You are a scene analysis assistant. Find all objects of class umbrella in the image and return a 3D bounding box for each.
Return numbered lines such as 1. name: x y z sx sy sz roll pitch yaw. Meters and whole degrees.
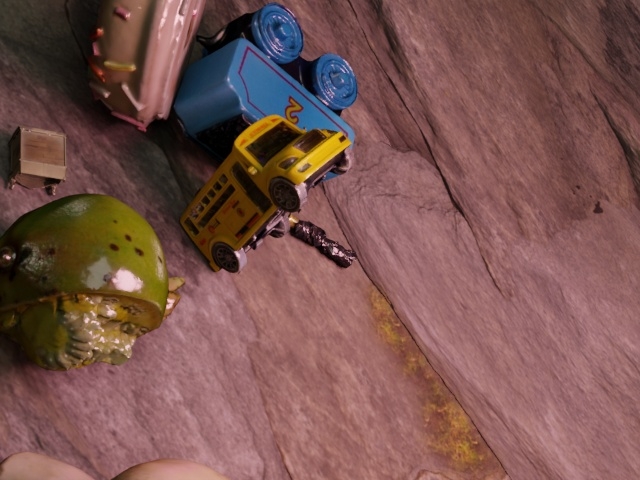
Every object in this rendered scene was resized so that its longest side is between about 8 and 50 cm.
1. umbrella: 0.000 0.000 1.874 0.144 0.040 0.037 34 61 -13

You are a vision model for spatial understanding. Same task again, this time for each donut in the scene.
1. donut: -0.267 -0.369 1.694 0.142 0.382 0.382 17 57 -4

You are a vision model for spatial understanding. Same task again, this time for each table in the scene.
1. table: -0.436 -0.121 1.638 0.079 0.062 0.083 8 62 -30

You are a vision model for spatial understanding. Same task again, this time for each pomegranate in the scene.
1. pomegranate: -0.322 0.064 1.510 0.341 0.260 0.260 15 54 -61

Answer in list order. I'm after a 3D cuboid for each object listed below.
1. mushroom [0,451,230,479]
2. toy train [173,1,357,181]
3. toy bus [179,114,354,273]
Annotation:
1. mushroom: -0.249 0.431 1.354 0.325 0.353 0.353 40 48 -36
2. toy train: -0.089 -0.238 1.823 0.300 0.188 0.265 36 53 -33
3. toy bus: -0.091 -0.084 1.671 0.152 0.330 0.144 49 50 2
